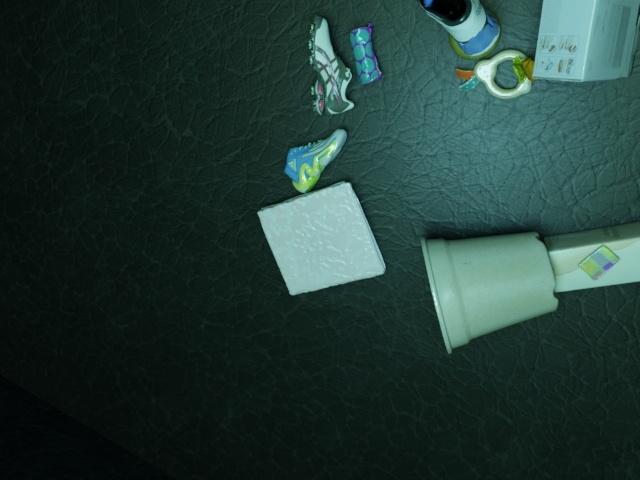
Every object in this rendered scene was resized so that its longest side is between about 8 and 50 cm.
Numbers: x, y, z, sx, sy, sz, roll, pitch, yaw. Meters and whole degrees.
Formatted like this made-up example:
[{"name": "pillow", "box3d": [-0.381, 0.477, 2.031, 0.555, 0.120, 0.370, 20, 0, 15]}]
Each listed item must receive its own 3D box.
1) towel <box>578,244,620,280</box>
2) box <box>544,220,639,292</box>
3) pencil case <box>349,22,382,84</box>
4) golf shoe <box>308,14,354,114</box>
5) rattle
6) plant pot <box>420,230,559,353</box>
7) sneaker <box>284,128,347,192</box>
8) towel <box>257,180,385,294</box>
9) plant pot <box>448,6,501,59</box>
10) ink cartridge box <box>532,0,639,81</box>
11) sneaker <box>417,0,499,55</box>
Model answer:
[{"name": "towel", "box3d": [0.702, 0.056, 1.433, 0.060, 0.009, 0.083, 42, 114, 4]}, {"name": "box", "box3d": [0.763, 0.038, 1.490, 0.312, 0.148, 0.121, -12, 103, 20]}, {"name": "pencil case", "box3d": [0.126, -0.512, 1.565, 0.070, 0.064, 0.151, -5, 107, 37]}, {"name": "golf shoe", "box3d": [0.028, -0.493, 1.600, 0.120, 0.105, 0.272, -3, 113, 4]}, {"name": "rattle", "box3d": [0.445, -0.416, 1.452, 0.200, 0.142, 0.130, 7, 128, 10]}, {"name": "plant pot", "box3d": [0.460, 0.115, 1.545, 0.306, 0.334, 0.333, -13, 103, 12]}, {"name": "sneaker", "box3d": [-0.029, -0.258, 1.689, 0.126, 0.091, 0.240, 40, 116, 3]}, {"name": "towel", "box3d": [0.000, 0.000, 1.777, 0.332, 0.053, 0.316, -15, 106, 22]}, {"name": "plant pot", "box3d": [0.392, -0.530, 1.451, 0.134, 0.095, 0.134, 6, 110, 16]}, {"name": "ink cartridge box", "box3d": [0.638, -0.534, 1.321, 0.130, 0.272, 0.309, 22, 117, 45]}, {"name": "sneaker", "box3d": [0.296, -0.597, 1.349, 0.127, 0.182, 0.315, -39, 56, 24]}]
